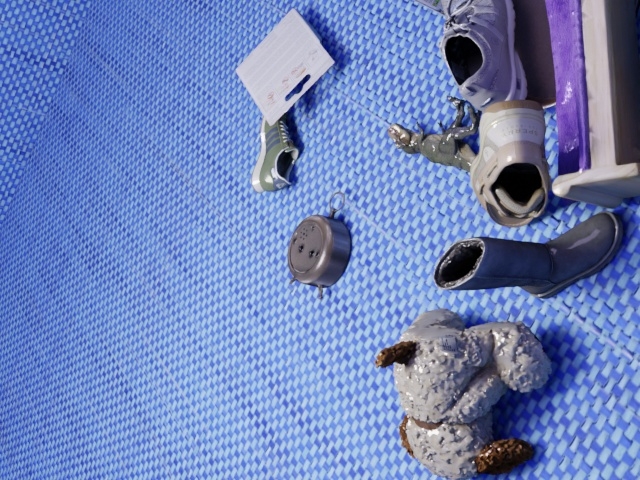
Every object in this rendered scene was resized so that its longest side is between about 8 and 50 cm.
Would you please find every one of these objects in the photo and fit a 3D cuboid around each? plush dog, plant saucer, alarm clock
[{"bbox_3d":[0.182,0.234,1.476,0.262,0.211,0.225,5,107,55],"label":"plush dog"},{"bbox_3d":[0.357,-0.337,1.552,0.310,0.050,0.310,-24,59,47],"label":"plant saucer"},{"bbox_3d":[0.000,0.000,1.884,0.129,0.064,0.192,27,96,53],"label":"alarm clock"}]

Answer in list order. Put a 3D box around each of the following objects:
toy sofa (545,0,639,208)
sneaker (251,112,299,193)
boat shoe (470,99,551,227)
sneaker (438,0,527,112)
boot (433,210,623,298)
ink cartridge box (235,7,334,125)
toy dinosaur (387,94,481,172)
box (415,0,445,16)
[{"bbox_3d":[0.354,-0.229,1.365,0.177,0.150,0.362,-8,80,40],"label":"toy sofa"},{"bbox_3d":[-0.075,-0.184,2.056,0.086,0.064,0.192,-1,70,36],"label":"sneaker"},{"bbox_3d":[0.261,-0.076,1.404,0.109,0.302,0.098,-5,66,6],"label":"boat shoe"},{"bbox_3d":[0.231,-0.316,1.570,0.105,0.115,0.281,-41,48,36],"label":"sneaker"},{"bbox_3d":[0.278,0.014,1.387,0.189,0.208,0.076,-48,44,31],"label":"boot"},{"bbox_3d":[-0.062,-0.336,2.063,0.181,0.056,0.224,-44,46,13],"label":"ink cartridge box"},{"bbox_3d":[0.215,-0.164,1.666,0.268,0.064,0.118,35,112,50],"label":"toy dinosaur"},{"bbox_3d":[0.220,-0.485,1.730,0.207,0.114,0.036,-61,38,18],"label":"box"}]
